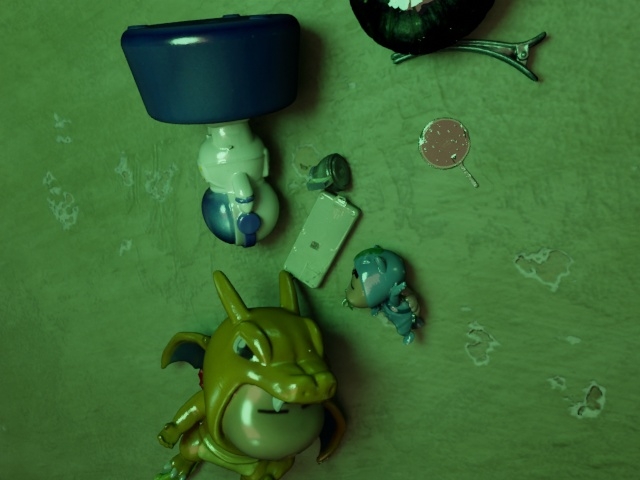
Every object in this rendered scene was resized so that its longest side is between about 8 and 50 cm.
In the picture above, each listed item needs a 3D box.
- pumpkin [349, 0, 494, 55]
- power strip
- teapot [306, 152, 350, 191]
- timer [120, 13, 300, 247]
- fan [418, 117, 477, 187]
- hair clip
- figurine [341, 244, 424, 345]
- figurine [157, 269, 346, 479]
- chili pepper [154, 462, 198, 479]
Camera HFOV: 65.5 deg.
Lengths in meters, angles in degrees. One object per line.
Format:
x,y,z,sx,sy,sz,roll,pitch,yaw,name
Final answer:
0.146,-0.386,0.708,0.232,0.163,0.233,4,101,20,pumpkin
0.000,0.000,0.916,0.081,0.035,0.192,31,111,9,power strip
0.010,-0.109,0.862,0.057,0.088,0.066,-11,114,34,teapot
-0.152,-0.165,0.834,0.270,0.270,0.384,4,117,17,timer
0.220,-0.142,0.826,0.085,0.005,0.133,-38,88,21,fan
0.224,-0.293,0.777,0.229,0.039,0.070,11,105,20,hair clip
0.102,0.103,0.874,0.144,0.114,0.178,-30,101,23,figurine
-0.144,0.268,0.894,0.400,0.268,0.387,31,119,13,figurine
-0.310,0.511,1.134,0.051,0.050,0.202,31,113,-31,chili pepper
